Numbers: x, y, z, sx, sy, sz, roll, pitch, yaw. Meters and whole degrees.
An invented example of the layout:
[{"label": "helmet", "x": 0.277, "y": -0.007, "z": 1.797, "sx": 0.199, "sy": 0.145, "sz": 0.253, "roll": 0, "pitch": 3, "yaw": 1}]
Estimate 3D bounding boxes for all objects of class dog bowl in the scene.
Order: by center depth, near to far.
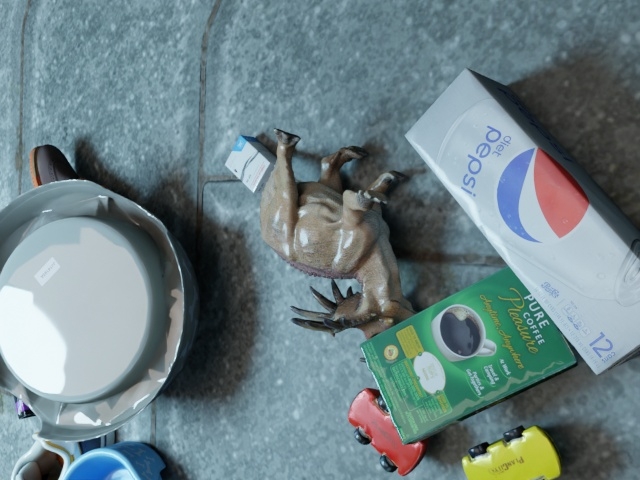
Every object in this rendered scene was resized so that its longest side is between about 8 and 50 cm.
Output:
[{"label": "dog bowl", "x": -0.326, "y": 0.094, "z": 0.961, "sx": 0.348, "sy": 0.102, "sz": 0.349, "roll": -2, "pitch": 83, "yaw": 14}, {"label": "dog bowl", "x": -0.263, "y": 0.414, "z": 0.967, "sx": 0.166, "sy": 0.074, "sz": 0.297, "roll": -45, "pitch": 62, "yaw": -2}]

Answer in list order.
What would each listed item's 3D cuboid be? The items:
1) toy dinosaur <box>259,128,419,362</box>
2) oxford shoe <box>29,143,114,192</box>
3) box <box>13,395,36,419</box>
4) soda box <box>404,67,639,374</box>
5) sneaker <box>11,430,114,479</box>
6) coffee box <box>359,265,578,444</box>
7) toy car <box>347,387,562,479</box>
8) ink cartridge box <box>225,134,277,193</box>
[{"label": "toy dinosaur", "x": 0.000, "y": 0.000, "z": 0.779, "sx": 0.295, "sy": 0.127, "sz": 0.200, "roll": 37, "pitch": 116, "yaw": 35}, {"label": "oxford shoe", "x": -0.366, "y": -0.062, "z": 1.094, "sx": 0.098, "sy": 0.097, "sz": 0.271, "roll": -40, "pitch": 72, "yaw": 12}, {"label": "box", "x": -0.453, "y": 0.201, "z": 1.132, "sx": 0.029, "sy": 0.116, "sz": 0.162, "roll": -30, "pitch": 72, "yaw": 35}, {"label": "soda box", "x": 0.207, "y": -0.024, "z": 0.633, "sx": 0.091, "sy": 0.098, "sz": 0.286, "roll": -47, "pitch": 63, "yaw": 28}, {"label": "sneaker", "x": -0.432, "y": 0.424, "z": 1.114, "sx": 0.126, "sy": 0.127, "sz": 0.321, "roll": 21, "pitch": 104, "yaw": 34}, {"label": "coffee box", "x": 0.142, "y": 0.112, "z": 0.677, "sx": 0.184, "sy": 0.040, "sz": 0.113, "roll": -31, "pitch": 63, "yaw": 13}, {"label": "toy car", "x": 0.134, "y": 0.278, "z": 0.718, "sx": 0.239, "sy": 0.053, "sz": 0.225, "roll": 3, "pitch": 93, "yaw": 38}, {"label": "ink cartridge box", "x": -0.082, "y": -0.094, "z": 0.898, "sx": 0.083, "sy": 0.028, "sz": 0.048, "roll": 43, "pitch": 115, "yaw": 29}]
